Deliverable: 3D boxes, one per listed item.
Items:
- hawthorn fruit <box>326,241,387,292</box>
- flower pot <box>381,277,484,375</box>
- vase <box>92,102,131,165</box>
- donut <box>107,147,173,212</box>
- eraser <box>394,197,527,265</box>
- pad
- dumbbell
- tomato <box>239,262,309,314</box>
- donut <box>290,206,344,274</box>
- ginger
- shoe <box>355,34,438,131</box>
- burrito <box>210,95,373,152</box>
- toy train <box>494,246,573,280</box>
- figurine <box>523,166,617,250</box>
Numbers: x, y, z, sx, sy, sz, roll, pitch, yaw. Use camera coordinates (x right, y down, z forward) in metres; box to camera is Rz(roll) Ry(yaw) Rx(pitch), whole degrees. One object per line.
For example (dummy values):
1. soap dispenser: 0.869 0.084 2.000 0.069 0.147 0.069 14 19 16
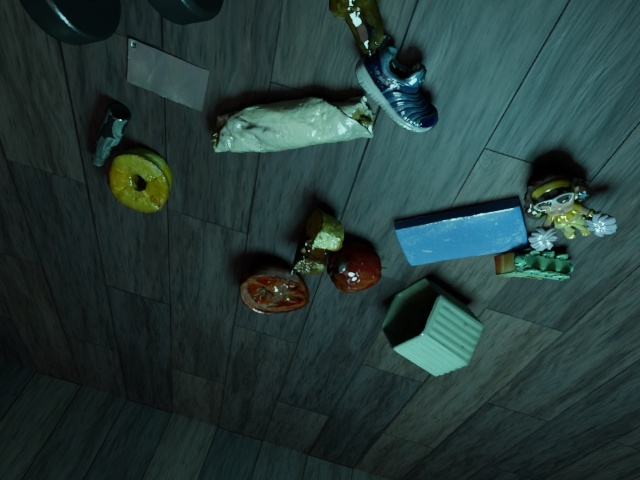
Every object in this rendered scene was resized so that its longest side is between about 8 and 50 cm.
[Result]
1. hawthorn fruit: 0.103 0.074 1.280 0.172 0.148 0.148 -5 136 -13
2. flower pot: 0.320 0.250 1.331 0.190 0.239 0.209 34 101 -18
3. vase: -0.553 -0.265 1.194 0.060 0.059 0.211 35 131 -17
4. donut: -0.487 -0.170 1.259 0.175 0.074 0.190 15 131 3
5. eraser: 0.359 -0.015 1.182 0.312 0.042 0.144 -11 129 24
6. pad: -0.355 -0.381 1.066 0.188 0.006 0.113 21 134 -6
7. dumbbell: -0.359 -0.482 0.831 0.323 0.203 0.203 -1 132 18
8. tomato: -0.142 0.142 1.443 0.228 0.101 0.227 5 140 4
9. donut: 0.000 -0.001 1.238 0.085 0.141 0.217 17 147 -14
10. ginger: 0.084 -0.483 0.770 0.133 0.107 0.309 0 139 -25
11. shoe: 0.168 -0.307 0.922 0.207 0.091 0.106 41 135 -18
12. burrito: -0.077 -0.264 1.050 0.393 0.076 0.117 -2 125 15
13. toy train: 0.546 0.065 1.169 0.176 0.074 0.118 8 165 -21
14. figurine: 0.545 -0.066 1.031 0.175 0.115 0.240 -22 130 35
